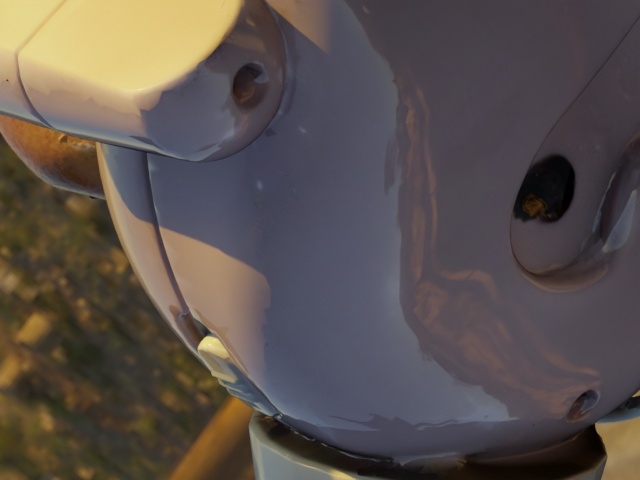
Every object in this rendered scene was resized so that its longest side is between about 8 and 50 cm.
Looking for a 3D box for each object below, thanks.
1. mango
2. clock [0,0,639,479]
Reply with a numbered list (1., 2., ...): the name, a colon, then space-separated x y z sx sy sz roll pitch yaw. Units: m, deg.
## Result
1. mango: -0.150 -0.097 1.074 0.165 0.115 0.089 45 -166 5
2. clock: 0.064 -0.054 0.717 0.184 0.342 0.326 27 158 47
